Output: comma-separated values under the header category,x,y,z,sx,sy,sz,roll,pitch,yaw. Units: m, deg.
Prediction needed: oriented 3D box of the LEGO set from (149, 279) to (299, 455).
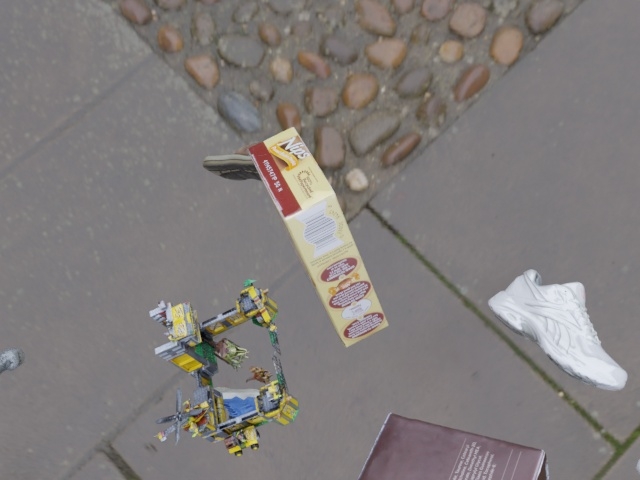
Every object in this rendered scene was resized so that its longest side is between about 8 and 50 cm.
category,x,y,z,sx,sy,sz,roll,pitch,yaw
LEGO set,-0.192,0.222,1.762,0.255,0.192,0.331,-17,58,18

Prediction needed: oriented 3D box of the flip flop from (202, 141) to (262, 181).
category,x,y,z,sx,sy,sz,roll,pitch,yaw
flip flop,-0.142,-0.181,2.104,0.277,0.112,0.080,5,68,33

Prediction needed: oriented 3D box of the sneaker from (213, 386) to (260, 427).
category,x,y,z,sx,sy,sz,roll,pitch,yaw
sneaker,-0.181,0.357,1.966,0.058,0.152,0.085,9,87,38

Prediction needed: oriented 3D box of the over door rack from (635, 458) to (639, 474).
category,x,y,z,sx,sy,sz,roll,pitch,yaw
over door rack,0.511,0.229,0.890,0.324,0.108,0.239,-34,48,2

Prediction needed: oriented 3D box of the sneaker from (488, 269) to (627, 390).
category,x,y,z,sx,sy,sz,roll,pitch,yaw
sneaker,0.351,0.117,1.322,0.115,0.090,0.232,-51,56,2

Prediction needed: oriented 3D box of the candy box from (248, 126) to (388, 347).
category,x,y,z,sx,sy,sz,roll,pitch,yaw
candy box,0.000,0.000,1.456,0.087,0.316,0.183,-26,44,-3

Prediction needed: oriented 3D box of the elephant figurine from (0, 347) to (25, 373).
category,x,y,z,sx,sy,sz,roll,pitch,yaw
elephant figurine,-0.681,0.241,1.640,0.186,0.169,0.239,53,35,-22

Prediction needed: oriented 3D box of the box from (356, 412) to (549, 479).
category,x,y,z,sx,sy,sz,roll,pitch,yaw
box,0.157,0.340,1.120,0.203,0.168,0.167,10,47,26
